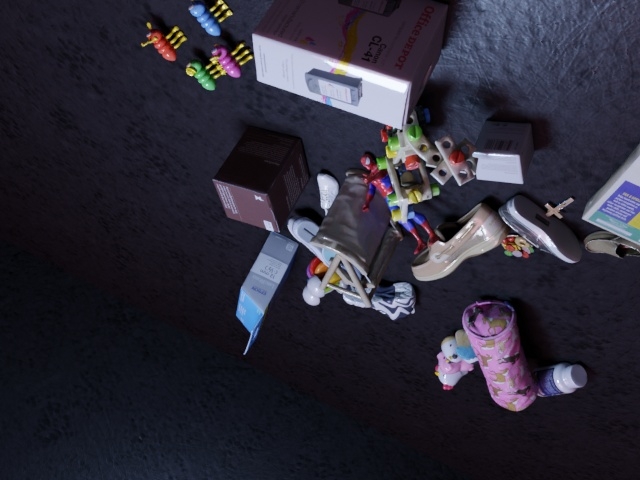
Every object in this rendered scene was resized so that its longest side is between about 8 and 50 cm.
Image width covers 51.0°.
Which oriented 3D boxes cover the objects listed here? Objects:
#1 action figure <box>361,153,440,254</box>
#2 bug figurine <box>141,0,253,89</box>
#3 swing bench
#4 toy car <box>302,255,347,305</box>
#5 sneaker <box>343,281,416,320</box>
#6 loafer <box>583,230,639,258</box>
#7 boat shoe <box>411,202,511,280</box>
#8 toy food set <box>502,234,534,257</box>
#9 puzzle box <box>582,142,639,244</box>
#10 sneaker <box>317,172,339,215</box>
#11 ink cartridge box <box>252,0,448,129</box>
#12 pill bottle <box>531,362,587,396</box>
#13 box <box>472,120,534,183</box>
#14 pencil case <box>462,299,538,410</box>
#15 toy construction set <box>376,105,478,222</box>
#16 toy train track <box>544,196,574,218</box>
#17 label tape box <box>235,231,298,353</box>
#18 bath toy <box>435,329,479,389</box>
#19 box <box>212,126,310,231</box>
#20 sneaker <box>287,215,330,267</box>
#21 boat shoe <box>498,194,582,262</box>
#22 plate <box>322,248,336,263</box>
[{"bbox_3d":[0.166,-0.085,1.661,0.280,0.139,0.091,57,140,2],"label":"action figure"},{"bbox_3d":[-0.288,-0.455,1.582,0.279,0.072,0.216,-9,135,47],"label":"bug figurine"},{"bbox_3d":[0.104,-0.007,1.779,0.165,0.253,0.255,18,151,17],"label":"swing bench"},{"bbox_3d":[0.011,0.118,2.204,0.136,0.159,0.182,59,157,16],"label":"toy car"},{"bbox_3d":[0.200,0.206,2.183,0.235,0.094,0.153,-8,139,15],"label":"sneaker"},{"bbox_3d":[0.669,0.010,1.526,0.148,0.050,0.056,-7,136,46],"label":"loafer"},{"bbox_3d":[0.338,-0.001,1.740,0.110,0.122,0.341,40,140,-11],"label":"boat shoe"},{"bbox_3d":[0.501,0.015,1.710,0.083,0.020,0.082,4,144,36],"label":"toy food set"},{"bbox_3d":[0.776,-0.045,1.343,0.408,0.052,0.272,25,152,6],"label":"puzzle box"},{"bbox_3d":[0.024,-0.124,1.860,0.053,0.061,0.152,12,146,31],"label":"sneaker"},{"bbox_3d":[0.057,-0.370,1.260,0.306,0.226,0.131,20,152,13],"label":"ink cartridge box"},{"bbox_3d":[0.745,0.433,2.099,0.094,0.094,0.169,34,151,-11],"label":"pill bottle"},{"bbox_3d":[0.383,-0.185,1.404,0.101,0.102,0.087,9,144,30],"label":"box"},{"bbox_3d":[0.546,0.346,2.019,0.160,0.167,0.386,26,151,49],"label":"pencil case"},{"bbox_3d":[0.209,-0.169,1.462,0.151,0.215,0.327,-9,173,-15],"label":"toy construction set"},{"bbox_3d":[0.545,-0.079,1.530,0.048,0.014,0.083,39,145,-5],"label":"toy train track"},{"bbox_3d":[-0.205,0.177,2.245,0.115,0.348,0.249,27,151,3],"label":"label tape box"},{"bbox_3d":[0.462,0.405,2.267,0.151,0.129,0.348,24,152,8],"label":"bath toy"},{"bbox_3d":[-0.152,-0.165,1.798,0.167,0.203,0.168,17,149,20],"label":"box"},{"bbox_3d":[0.000,0.000,2.074,0.258,0.094,0.091,44,178,-35],"label":"sneaker"},{"bbox_3d":[0.519,-0.022,1.586,0.219,0.078,0.070,40,150,-4],"label":"boat shoe"},{"bbox_3d":[0.099,0.028,2.025,0.188,0.024,0.188,-1,140,0],"label":"plate"}]
